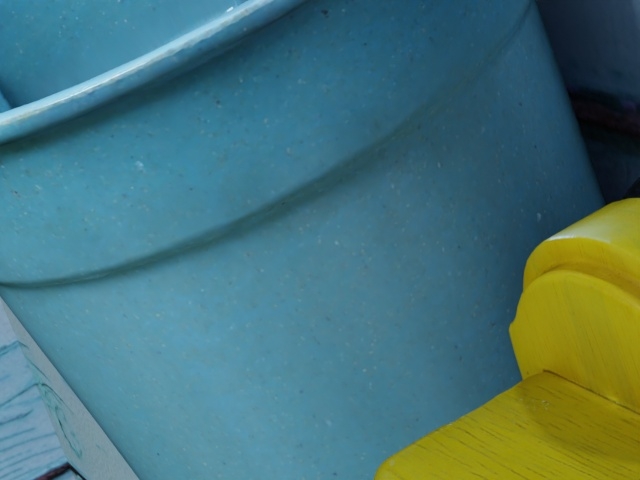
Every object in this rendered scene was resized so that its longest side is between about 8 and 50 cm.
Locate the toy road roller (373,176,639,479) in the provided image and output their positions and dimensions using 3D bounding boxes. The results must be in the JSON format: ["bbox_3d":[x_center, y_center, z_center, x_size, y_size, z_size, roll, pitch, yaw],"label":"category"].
[{"bbox_3d":[0.167,0.136,0.773,0.202,0.240,0.329,25,138,59],"label":"toy road roller"}]

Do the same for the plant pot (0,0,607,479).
[{"bbox_3d":[0.000,0.000,0.935,0.334,0.341,0.341,61,162,-21],"label":"plant pot"}]
